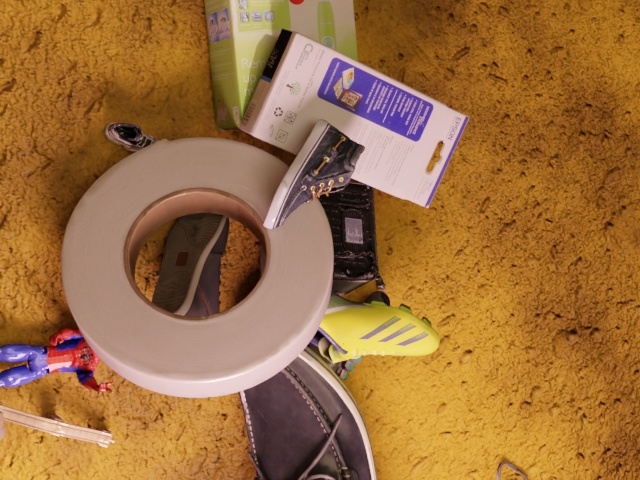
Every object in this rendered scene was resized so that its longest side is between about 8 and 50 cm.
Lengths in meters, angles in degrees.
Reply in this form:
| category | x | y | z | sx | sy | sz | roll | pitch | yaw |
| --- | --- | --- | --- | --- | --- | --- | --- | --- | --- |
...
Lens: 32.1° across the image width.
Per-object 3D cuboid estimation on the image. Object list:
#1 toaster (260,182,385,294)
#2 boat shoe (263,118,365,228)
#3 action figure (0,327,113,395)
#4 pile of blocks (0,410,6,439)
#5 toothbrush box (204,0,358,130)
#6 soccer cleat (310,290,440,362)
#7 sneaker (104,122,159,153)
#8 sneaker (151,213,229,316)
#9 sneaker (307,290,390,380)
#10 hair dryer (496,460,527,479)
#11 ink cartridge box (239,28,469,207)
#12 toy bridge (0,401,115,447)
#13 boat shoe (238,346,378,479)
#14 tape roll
| category | x | y | z | sx | sy | sz | roll | pitch | yaw |
| --- | --- | --- | --- | --- | --- | --- | --- | --- | --- |
| toaster | 0.000 | 0.000 | 1.739 | 0.168 | 0.110 | 0.186 | 5 | 69 | -23 |
| boat shoe | -0.007 | -0.082 | 1.574 | 0.083 | 0.065 | 0.183 | 29 | 72 | 0 |
| action figure | -0.401 | 0.176 | 1.564 | 0.280 | 0.139 | 0.091 | -7 | 93 | -26 |
| pile of blocks | -0.535 | 0.403 | 1.529 | 0.112 | 0.149 | 0.362 | 10 | 71 | 19 |
| toothbrush box | -0.061 | -0.319 | 1.718 | 0.206 | 0.122 | 0.283 | -7 | 95 | -24 |
| soccer cleat | 0.049 | 0.141 | 1.680 | 0.289 | 0.093 | 0.121 | 20 | 58 | -22 |
| sneaker | -0.270 | -0.148 | 1.658 | 0.098 | 0.069 | 0.038 | 19 | 82 | -23 |
| sneaker | -0.184 | 0.051 | 1.701 | 0.118 | 0.083 | 0.222 | 60 | 42 | -50 |
| sneaker | 0.023 | 0.159 | 1.781 | 0.098 | 0.083 | 0.224 | 38 | 76 | -14 |
| hair dryer | 0.335 | 0.553 | 1.915 | 0.223 | 0.080 | 0.293 | -35 | 103 | -21 |
| ink cartridge box | 0.056 | -0.179 | 1.683 | 0.332 | 0.065 | 0.165 | 22 | 96 | -29 |
| toy bridge | -0.385 | 0.266 | 1.605 | 0.188 | 0.063 | 0.026 | 20 | 81 | -22 |
| boat shoe | -0.014 | 0.372 | 1.693 | 0.156 | 0.186 | 0.500 | -38 | 111 | -56 |
| tape roll | -0.173 | 0.030 | 1.590 | 0.392 | 0.072 | 0.392 | 0 | 64 | -1 |
